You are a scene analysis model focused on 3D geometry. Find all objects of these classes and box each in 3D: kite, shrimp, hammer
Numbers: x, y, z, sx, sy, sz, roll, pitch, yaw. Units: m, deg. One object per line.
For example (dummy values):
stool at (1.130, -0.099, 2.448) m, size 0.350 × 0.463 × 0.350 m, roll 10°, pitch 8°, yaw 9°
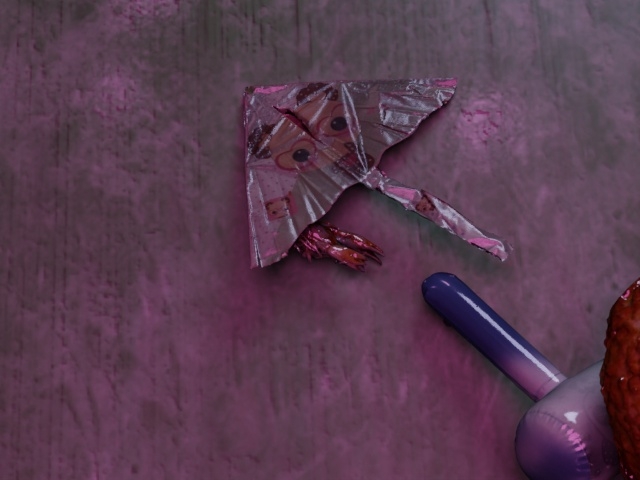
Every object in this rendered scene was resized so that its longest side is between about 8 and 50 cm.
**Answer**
kite at (0.033, -0.049, 0.893) m, size 0.250 × 0.012 × 0.229 m, roll 34°, pitch 67°, yaw 24°
shrimp at (0.001, 0.002, 0.886) m, size 0.092 × 0.038 × 0.029 m, roll 16°, pitch 118°, yaw 8°
hammer at (0.143, 0.086, 0.832) m, size 0.116 × 0.069 × 0.194 m, roll -25°, pitch 55°, yaw -35°

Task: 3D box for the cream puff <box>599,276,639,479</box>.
cream puff at (0.292, 0.094, 0.748) m, size 0.164 × 0.240 × 0.240 m, roll 2°, pitch 67°, yaw 49°
